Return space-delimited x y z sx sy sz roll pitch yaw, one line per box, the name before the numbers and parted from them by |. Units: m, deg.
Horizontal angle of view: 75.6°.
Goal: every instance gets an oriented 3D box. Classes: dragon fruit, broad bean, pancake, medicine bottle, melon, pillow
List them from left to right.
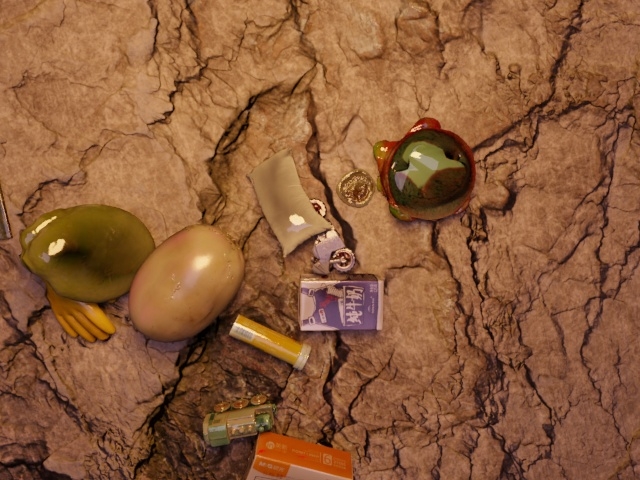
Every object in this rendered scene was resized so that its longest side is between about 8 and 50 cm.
broad bean | -0.545 0.031 0.988 0.290 0.119 0.239 3 85 -42
melon | -0.321 0.101 1.004 0.223 0.223 0.317 42 93 -7
medicine bottle | -0.136 0.272 1.112 0.217 0.074 0.074 27 93 -4
pillow | -0.083 -0.102 1.046 0.144 0.078 0.254 -27 77 1
pancake | 0.097 -0.143 1.112 0.107 0.017 0.108 -1 99 -6
dragon fruit | 0.272 -0.174 1.071 0.294 0.130 0.269 22 99 -6

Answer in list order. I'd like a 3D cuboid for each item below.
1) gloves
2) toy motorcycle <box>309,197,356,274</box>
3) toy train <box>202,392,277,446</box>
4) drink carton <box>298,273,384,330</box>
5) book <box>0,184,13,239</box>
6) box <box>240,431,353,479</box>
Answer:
gloves | -0.634 0.141 1.063 0.132 0.116 0.295 -15 107 25
toy motorcycle | 0.000 0.000 1.094 0.122 0.080 0.216 -31 86 1
toy train | -0.212 0.480 1.101 0.193 0.125 0.081 -9 100 -2
drink carton | 0.051 0.161 1.101 0.221 0.102 0.134 0 98 -2
book | -0.890 -0.106 1.045 0.160 0.024 0.229 -9 96 -5
box | -0.073 0.650 1.120 0.273 0.091 0.221 16 112 -5
